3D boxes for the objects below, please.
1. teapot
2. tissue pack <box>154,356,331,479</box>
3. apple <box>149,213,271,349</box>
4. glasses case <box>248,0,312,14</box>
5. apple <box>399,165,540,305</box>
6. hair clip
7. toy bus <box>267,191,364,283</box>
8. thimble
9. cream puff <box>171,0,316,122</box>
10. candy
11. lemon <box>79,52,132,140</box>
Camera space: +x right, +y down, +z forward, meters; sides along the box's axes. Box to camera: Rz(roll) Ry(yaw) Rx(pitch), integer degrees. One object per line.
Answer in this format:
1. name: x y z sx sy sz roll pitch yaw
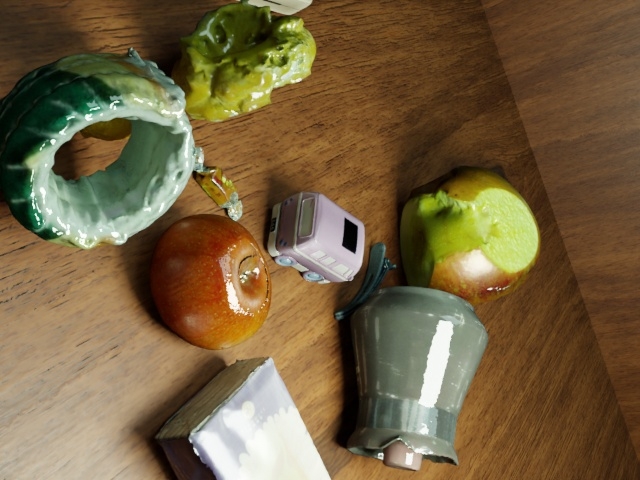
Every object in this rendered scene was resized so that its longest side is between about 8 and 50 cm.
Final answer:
1. teapot: 0.199 0.321 1.638 0.376 0.305 0.362 68 31 -64
2. tissue pack: -0.109 0.405 1.274 0.242 0.125 0.344 -42 111 -52
3. apple: -0.179 0.070 1.271 0.235 0.173 0.210 53 40 -29
4. glasses case: -0.153 -0.605 1.654 0.336 0.076 0.144 -5 80 -55
5. apple: 0.368 -0.013 1.900 0.384 0.374 0.375 -20 93 -61
6. hair clip: 0.107 0.112 1.758 0.083 0.048 0.275 63 37 -22
7. toy bus: 0.000 0.000 1.569 0.202 0.142 0.142 32 52 -43
8. thimble: -0.318 -0.133 1.061 0.288 0.167 0.254 -44 137 -3
9. cream puff: -0.153 -0.346 1.390 0.282 0.281 0.185 -49 124 -50
10. candy: -0.200 -0.110 1.422 0.182 0.046 0.053 49 44 -35
11. lemon: -0.338 -0.229 1.198 0.187 0.142 0.142 -37 107 -54
